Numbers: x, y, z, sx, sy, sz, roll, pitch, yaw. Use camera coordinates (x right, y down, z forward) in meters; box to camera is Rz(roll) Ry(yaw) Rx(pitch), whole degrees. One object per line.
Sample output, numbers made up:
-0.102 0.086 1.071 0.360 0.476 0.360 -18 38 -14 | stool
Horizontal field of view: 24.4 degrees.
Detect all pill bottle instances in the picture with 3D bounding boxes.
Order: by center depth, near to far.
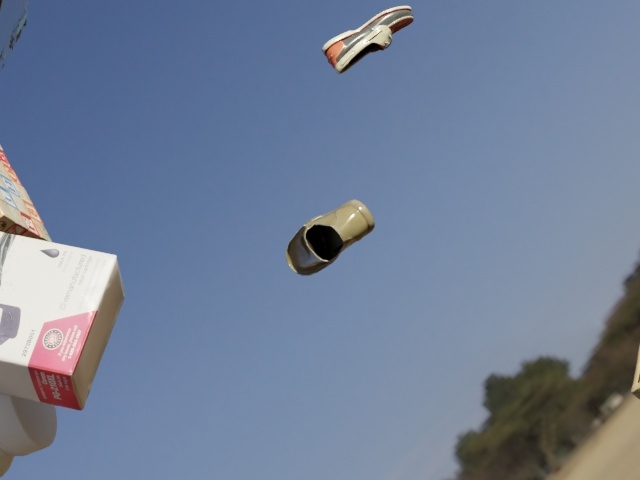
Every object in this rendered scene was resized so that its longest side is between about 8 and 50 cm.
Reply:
-0.502 0.253 1.912 0.302 0.169 0.169 -19 -10 12 | pill bottle

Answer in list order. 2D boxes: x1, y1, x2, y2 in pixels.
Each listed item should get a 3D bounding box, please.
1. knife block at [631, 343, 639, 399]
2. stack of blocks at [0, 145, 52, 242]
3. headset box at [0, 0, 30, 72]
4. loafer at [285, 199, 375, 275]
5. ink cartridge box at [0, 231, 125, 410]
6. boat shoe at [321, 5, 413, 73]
0.426 0.189 1.327 0.088 0.276 0.242 -66 -27 -46 | knife block
-0.583 -0.106 2.486 0.087 0.297 0.171 -35 -24 6 | stack of blocks
-0.435 -0.337 1.842 0.246 0.131 0.283 -84 12 -57 | headset box
0.000 0.000 1.608 0.050 0.056 0.148 -32 -5 -39 | loafer
-0.377 0.088 1.780 0.100 0.237 0.172 89 -165 -57 | ink cartridge box
0.069 -0.268 1.977 0.137 0.043 0.049 -28 -20 -12 | boat shoe
